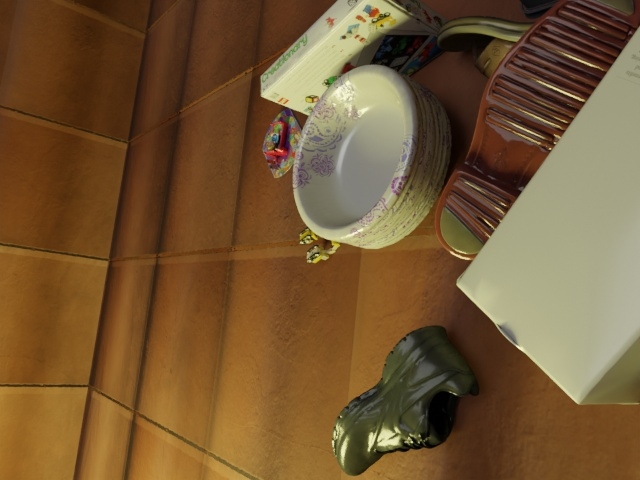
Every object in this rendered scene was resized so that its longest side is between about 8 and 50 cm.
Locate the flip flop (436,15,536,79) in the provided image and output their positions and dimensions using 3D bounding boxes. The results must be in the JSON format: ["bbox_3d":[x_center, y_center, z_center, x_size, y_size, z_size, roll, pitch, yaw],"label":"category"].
[{"bbox_3d":[0.269,-0.260,0.738,0.277,0.112,0.080,31,119,46],"label":"flip flop"}]

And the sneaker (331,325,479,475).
[{"bbox_3d":[0.117,0.262,0.775,0.130,0.109,0.286,51,121,39],"label":"sneaker"}]

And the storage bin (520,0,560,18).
[{"bbox_3d":[0.298,-0.397,0.736,0.098,0.091,0.135,6,84,52],"label":"storage bin"}]

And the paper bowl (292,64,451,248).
[{"bbox_3d":[0.092,-0.128,0.876,0.284,0.148,0.285,-20,64,48],"label":"paper bowl"}]

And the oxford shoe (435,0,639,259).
[{"bbox_3d":[0.263,-0.138,0.659,0.123,0.130,0.348,42,120,24],"label":"oxford shoe"}]

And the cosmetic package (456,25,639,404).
[{"bbox_3d":[0.334,-0.032,0.534,0.366,0.155,0.197,-60,40,22],"label":"cosmetic package"}]

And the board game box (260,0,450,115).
[{"bbox_3d":[0.056,-0.318,0.940,0.305,0.192,0.053,-26,60,45],"label":"board game box"}]

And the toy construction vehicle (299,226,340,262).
[{"bbox_3d":[0.000,0.000,1.058,0.098,0.035,0.086,-39,41,36],"label":"toy construction vehicle"}]

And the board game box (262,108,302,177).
[{"bbox_3d":[-0.103,-0.236,1.251,0.133,0.033,0.169,-52,45,30],"label":"board game box"}]
